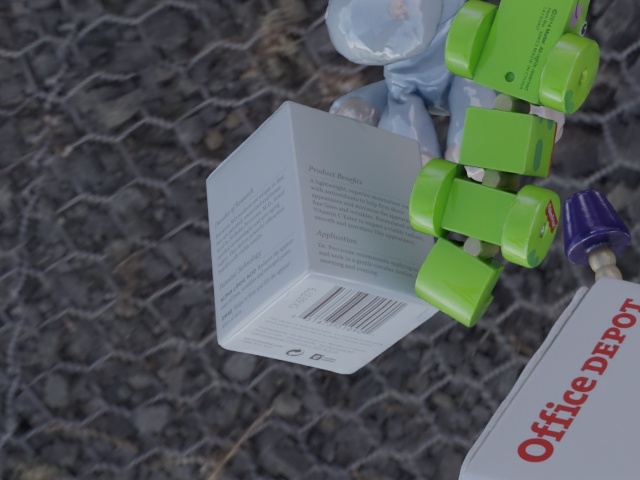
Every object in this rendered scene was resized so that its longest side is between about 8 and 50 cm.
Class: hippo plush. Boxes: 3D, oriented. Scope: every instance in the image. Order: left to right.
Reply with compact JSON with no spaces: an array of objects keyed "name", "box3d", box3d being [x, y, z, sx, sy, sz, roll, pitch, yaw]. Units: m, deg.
[{"name":"hippo plush","box3d":[0.131,-0.207,1.724,0.234,0.294,0.236,23,148,33]}]

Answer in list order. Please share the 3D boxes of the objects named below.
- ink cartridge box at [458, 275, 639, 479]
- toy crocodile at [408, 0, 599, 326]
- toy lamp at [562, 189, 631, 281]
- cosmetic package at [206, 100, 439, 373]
[{"name":"ink cartridge box","box3d":[0.232,0.138,0.839,0.278,0.201,0.117,13,124,24]},{"name":"toy crocodile","box3d":[0.159,-0.091,1.403,0.115,0.105,0.340,17,98,25]},{"name":"toy lamp","box3d":[0.330,0.069,1.865,0.080,0.080,0.274,-27,61,19]},{"name":"cosmetic package","box3d":[0.000,0.000,1.541,0.151,0.183,0.151,16,142,-31]}]
